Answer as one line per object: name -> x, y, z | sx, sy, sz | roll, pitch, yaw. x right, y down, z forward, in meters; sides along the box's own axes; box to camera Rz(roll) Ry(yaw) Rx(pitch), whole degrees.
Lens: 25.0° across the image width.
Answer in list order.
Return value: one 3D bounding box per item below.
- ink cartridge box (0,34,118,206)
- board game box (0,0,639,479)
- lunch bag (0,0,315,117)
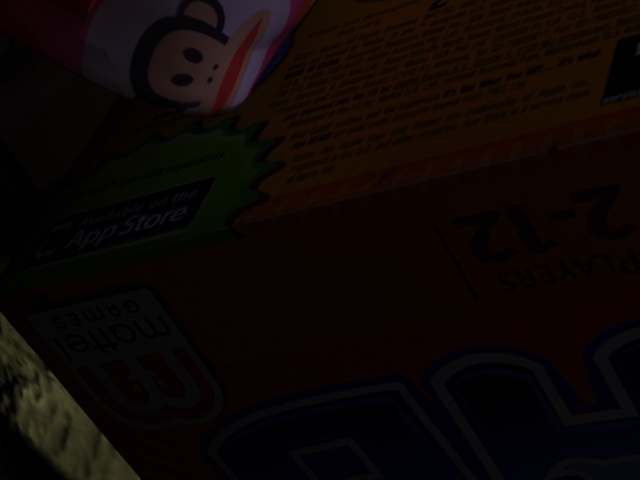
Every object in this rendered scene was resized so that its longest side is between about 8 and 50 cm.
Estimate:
ink cartridge box -> -0.112, -0.093, 0.638 | 0.175, 0.072, 0.127 | 58, 11, -14
board game box -> 0.171, -0.005, 0.580 | 0.356, 0.356, 0.356 | 56, 38, -30
lunch bag -> -0.115, -0.161, 0.422 | 0.293, 0.120, 0.258 | 31, 29, -8
